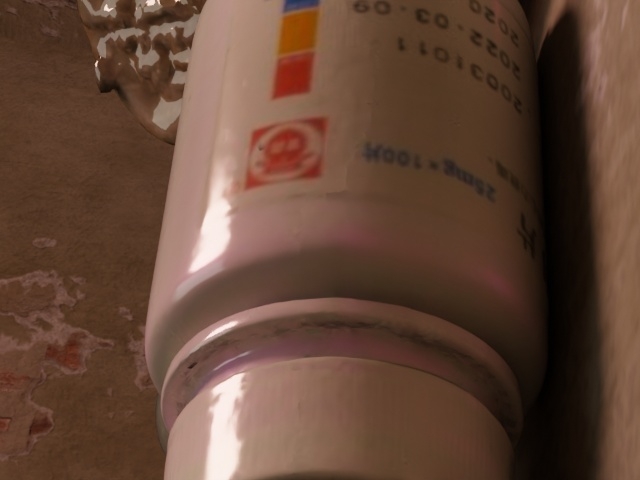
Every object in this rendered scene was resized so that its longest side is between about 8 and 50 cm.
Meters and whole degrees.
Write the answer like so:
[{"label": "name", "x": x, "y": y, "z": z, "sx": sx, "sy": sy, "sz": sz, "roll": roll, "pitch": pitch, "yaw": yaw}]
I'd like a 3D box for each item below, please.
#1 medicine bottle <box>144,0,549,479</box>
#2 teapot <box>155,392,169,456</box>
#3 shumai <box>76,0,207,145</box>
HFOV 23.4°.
[{"label": "medicine bottle", "x": 0.013, "y": 0.013, "z": 0.664, "sx": 0.170, "sy": 0.170, "sz": 0.293, "roll": 102, "pitch": 175, "yaw": -50}, {"label": "teapot", "x": -0.045, "y": 0.188, "z": 1.315, "sx": 0.251, "sy": 0.183, "sz": 0.183, "roll": -109, "pitch": 24, "yaw": -58}, {"label": "shumai", "x": 0.040, "y": -0.196, "z": 0.896, "sx": 0.314, "sy": 0.262, "sz": 0.267, "roll": -26, "pitch": 87, "yaw": 40}]
